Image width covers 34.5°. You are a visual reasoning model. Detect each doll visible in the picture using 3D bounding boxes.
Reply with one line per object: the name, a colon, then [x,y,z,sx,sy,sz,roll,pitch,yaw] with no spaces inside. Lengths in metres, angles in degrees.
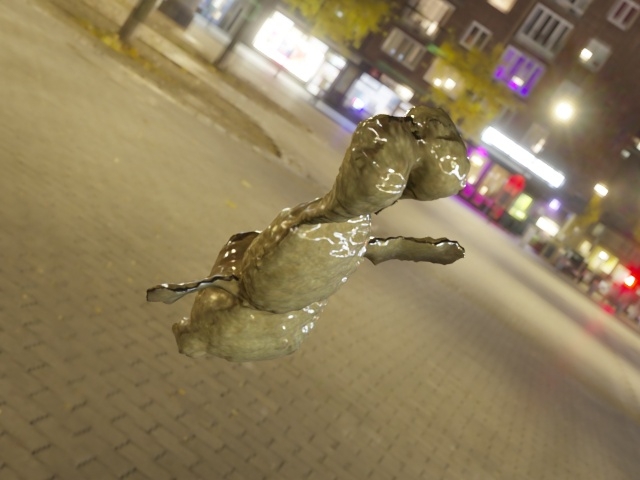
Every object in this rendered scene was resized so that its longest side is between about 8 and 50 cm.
doll: [-0.015,0.007,0.618,0.091,0.202,0.286,61,-2,9]
